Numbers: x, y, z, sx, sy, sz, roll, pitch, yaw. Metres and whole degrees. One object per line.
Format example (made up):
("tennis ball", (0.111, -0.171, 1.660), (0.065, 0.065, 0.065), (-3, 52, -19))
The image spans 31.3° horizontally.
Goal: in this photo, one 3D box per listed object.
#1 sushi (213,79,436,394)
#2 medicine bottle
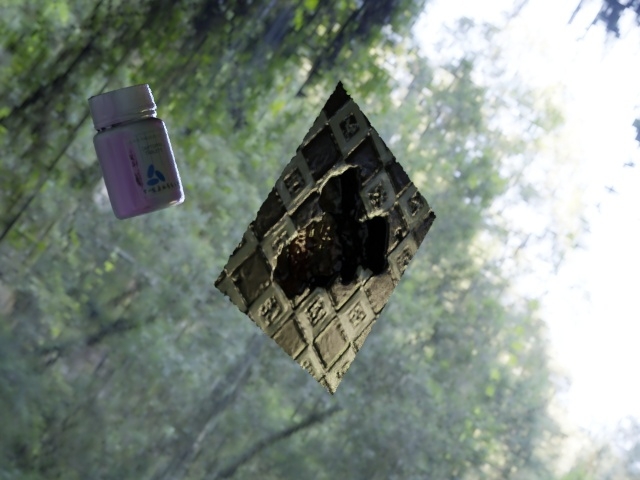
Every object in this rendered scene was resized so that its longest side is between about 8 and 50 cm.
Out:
("sushi", (0.000, 0.000, 1.635), (0.069, 0.339, 0.320), (14, -24, 43))
("medicine bottle", (-0.376, -0.179, 2.309), (0.152, 0.152, 0.254), (-5, -81, 60))
